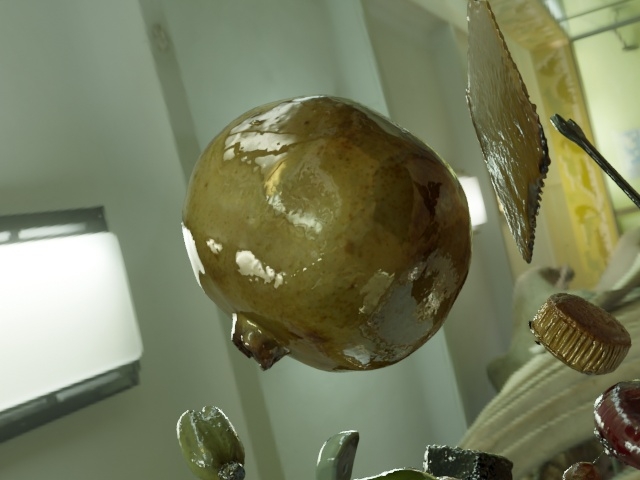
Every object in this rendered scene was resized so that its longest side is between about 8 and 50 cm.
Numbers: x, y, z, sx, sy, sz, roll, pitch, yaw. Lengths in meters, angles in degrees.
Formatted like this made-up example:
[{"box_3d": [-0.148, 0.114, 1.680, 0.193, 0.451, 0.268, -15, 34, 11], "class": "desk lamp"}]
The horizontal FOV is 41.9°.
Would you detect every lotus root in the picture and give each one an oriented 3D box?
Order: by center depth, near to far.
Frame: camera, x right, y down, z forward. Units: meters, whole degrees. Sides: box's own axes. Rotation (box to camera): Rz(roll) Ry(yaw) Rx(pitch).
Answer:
[{"box_3d": [-0.162, 0.316, 1.263, 0.183, 0.090, 0.077, 39, 132, 56], "class": "lotus root"}]

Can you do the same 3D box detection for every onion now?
[{"box_3d": [0.569, 0.320, 1.395, 0.248, 0.248, 0.161, -6, -75, -67], "class": "onion"}]

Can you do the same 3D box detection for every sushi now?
[{"box_3d": [0.316, 0.520, 1.834, 0.124, 0.225, 0.127, 21, -106, -31], "class": "sushi"}]

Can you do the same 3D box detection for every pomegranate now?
[{"box_3d": [0.000, 0.000, 1.153, 0.416, 0.417, 0.416, 44, -141, -51], "class": "pomegranate"}]

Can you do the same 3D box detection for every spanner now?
[{"box_3d": [0.377, -0.067, 1.035, 0.054, 0.015, 0.254, -13, -120, -51], "class": "spanner"}]

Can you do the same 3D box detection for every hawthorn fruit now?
[{"box_3d": [0.495, 0.428, 1.550, 0.103, 0.067, 0.067, -54, -40, -10], "class": "hawthorn fruit"}]

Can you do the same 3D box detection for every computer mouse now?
[{"box_3d": [0.025, 0.413, 1.540, 0.089, 0.056, 0.181, -35, -38, -41], "class": "computer mouse"}]

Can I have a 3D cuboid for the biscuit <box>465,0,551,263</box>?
[{"box_3d": [0.186, -0.120, 0.864, 0.232, 0.013, 0.236, 73, -177, -60], "class": "biscuit"}]

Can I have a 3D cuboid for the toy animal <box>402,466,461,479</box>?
[{"box_3d": [0.210, 0.504, 1.413, 0.248, 0.149, 0.165, -64, -39, -69], "class": "toy animal"}]

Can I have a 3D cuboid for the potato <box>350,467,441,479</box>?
[{"box_3d": [0.046, 0.361, 0.879, 0.216, 0.304, 0.215, 27, -133, -32], "class": "potato"}]

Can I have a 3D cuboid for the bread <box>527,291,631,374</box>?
[{"box_3d": [0.528, 0.184, 1.689, 0.199, 0.104, 0.199, 24, -158, -11], "class": "bread"}]
